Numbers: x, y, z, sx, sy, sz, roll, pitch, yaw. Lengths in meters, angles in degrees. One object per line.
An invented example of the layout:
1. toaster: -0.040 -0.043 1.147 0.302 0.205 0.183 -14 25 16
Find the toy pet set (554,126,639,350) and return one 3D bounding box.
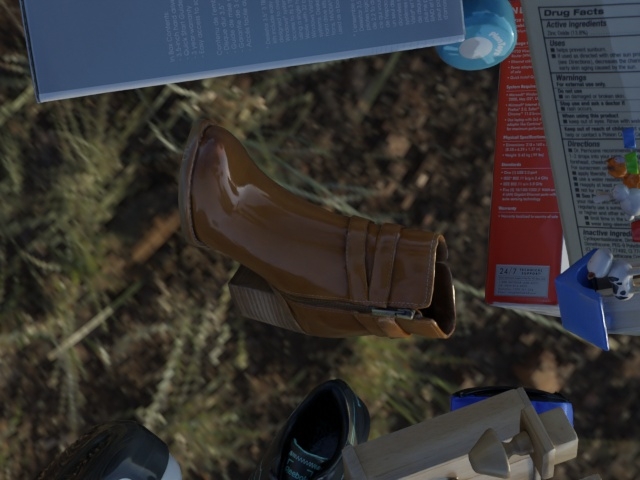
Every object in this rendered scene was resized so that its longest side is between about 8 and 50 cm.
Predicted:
1. toy pet set: 0.187 0.005 1.177 0.065 0.122 0.114 -7 124 12

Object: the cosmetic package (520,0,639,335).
1. cosmetic package: 0.256 -0.085 1.283 0.129 0.153 0.296 -46 131 -48

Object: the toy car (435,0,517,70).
1. toy car: 0.177 -0.307 1.502 0.238 0.219 0.210 -19 142 20

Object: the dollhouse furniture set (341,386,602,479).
1. dollhouse furniture set: 0.161 0.324 1.472 0.174 0.355 0.303 -18 144 -8

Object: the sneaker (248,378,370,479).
1. sneaker: -0.040 0.244 1.642 0.101 0.106 0.267 23 71 9

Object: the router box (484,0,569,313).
1. router box: 0.293 -0.067 1.807 0.335 0.082 0.301 12 81 -55

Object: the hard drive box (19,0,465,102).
1. hard drive box: -0.054 -0.152 0.991 0.232 0.181 0.089 -8 106 -7

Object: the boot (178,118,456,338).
1. boot: 0.000 0.000 1.609 0.283 0.220 0.109 71 35 -44

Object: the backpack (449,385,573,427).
1. backpack: 0.188 0.192 1.730 0.120 0.098 0.101 -1 89 3

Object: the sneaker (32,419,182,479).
1. sneaker: -0.148 0.349 1.116 0.257 0.169 0.447 29 90 -14
